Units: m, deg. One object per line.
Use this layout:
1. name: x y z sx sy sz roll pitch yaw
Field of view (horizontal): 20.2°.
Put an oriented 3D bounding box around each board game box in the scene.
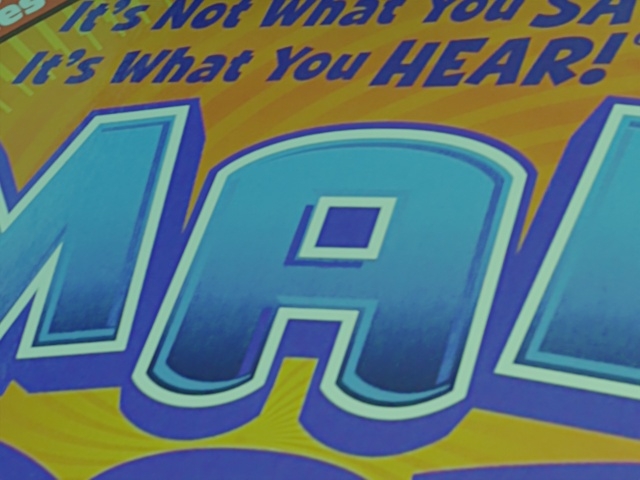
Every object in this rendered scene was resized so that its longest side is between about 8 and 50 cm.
1. board game box: 0.031 0.162 0.549 0.356 0.356 0.356 1 50 23
